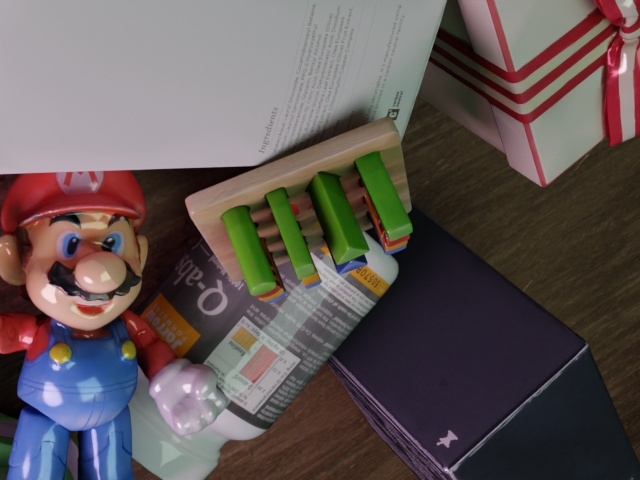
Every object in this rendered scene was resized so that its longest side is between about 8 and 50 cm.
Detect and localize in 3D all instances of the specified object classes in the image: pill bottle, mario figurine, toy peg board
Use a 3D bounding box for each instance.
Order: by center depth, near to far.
[{"bbox_3d":[0.000,0.000,0.925,0.161,0.079,0.160,-22,158,0],"label":"toy peg board"},{"bbox_3d":[-0.185,0.086,0.940,0.198,0.170,0.320,-13,105,-65],"label":"mario figurine"},{"bbox_3d":[-0.073,0.078,1.096,0.278,0.162,0.162,-49,137,0],"label":"pill bottle"}]

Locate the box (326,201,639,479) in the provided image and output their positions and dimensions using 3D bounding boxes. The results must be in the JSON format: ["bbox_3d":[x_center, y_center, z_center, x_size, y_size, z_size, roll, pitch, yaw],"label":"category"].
[{"bbox_3d":[0.148,0.154,1.230,0.183,0.296,0.294,-42,137,-6],"label":"box"}]

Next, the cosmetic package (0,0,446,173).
[{"bbox_3d":[-0.117,-0.154,0.873,0.366,0.197,0.155,-4,123,-38],"label":"cosmetic package"}]

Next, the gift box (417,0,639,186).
[{"bbox_3d":[0.196,-0.241,1.015,0.276,0.258,0.255,-41,137,-6],"label":"gift box"}]

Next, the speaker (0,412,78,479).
[{"bbox_3d":[-0.331,0.201,1.005,0.296,0.131,0.131,21,105,-45],"label":"speaker"}]
